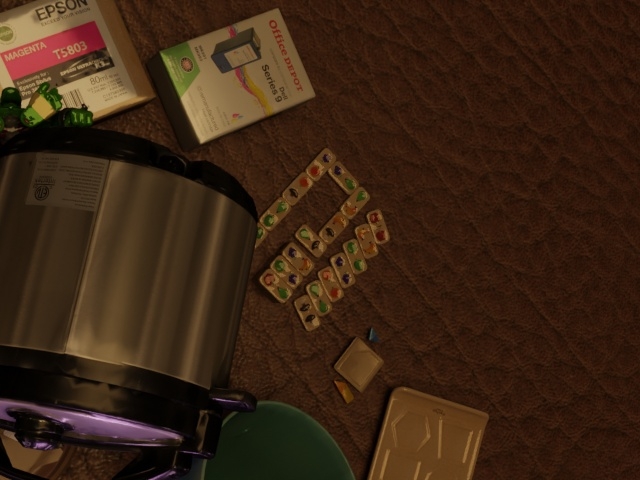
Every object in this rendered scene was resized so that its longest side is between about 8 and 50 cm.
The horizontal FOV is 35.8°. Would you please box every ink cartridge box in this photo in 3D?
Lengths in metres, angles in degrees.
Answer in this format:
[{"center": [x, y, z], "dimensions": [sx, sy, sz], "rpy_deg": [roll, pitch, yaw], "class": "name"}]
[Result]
[{"center": [-0.138, -0.250, 1.539], "dimensions": [0.212, 0.093, 0.154], "rpy_deg": [-25, 96, -24], "class": "ink cartridge box"}, {"center": [-0.387, -0.248, 1.437], "dimensions": [0.235, 0.088, 0.193], "rpy_deg": [-26, 99, -21], "class": "ink cartridge box"}]

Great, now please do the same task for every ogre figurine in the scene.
[{"center": [-0.413, -0.159, 1.314], "dimensions": [0.197, 0.118, 0.096], "rpy_deg": [-21, 92, -20], "class": "ogre figurine"}]

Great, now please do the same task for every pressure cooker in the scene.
[{"center": [-0.291, 0.107, 1.261], "dimensions": [0.376, 0.370, 0.420], "rpy_deg": [23, 68, -37], "class": "pressure cooker"}]

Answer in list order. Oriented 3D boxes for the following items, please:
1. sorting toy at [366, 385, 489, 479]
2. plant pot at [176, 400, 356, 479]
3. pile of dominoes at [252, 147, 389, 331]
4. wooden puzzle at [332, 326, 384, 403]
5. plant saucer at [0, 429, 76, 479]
[{"center": [0.175, 0.366, 1.672], "dimensions": [0.193, 0.038, 0.208], "rpy_deg": [20, 84, -20], "class": "sorting toy"}, {"center": [-0.123, 0.402, 1.405], "dimensions": [0.293, 0.235, 0.293], "rpy_deg": [27, 48, -35], "class": "plant pot"}, {"center": [0.000, 0.000, 1.612], "dimensions": [0.196, 0.040, 0.251], "rpy_deg": [46, 73, -14], "class": "pile of dominoes"}, {"center": [0.062, 0.206, 1.643], "dimensions": [0.116, 0.014, 0.078], "rpy_deg": [-44, 108, -18], "class": "wooden puzzle"}, {"center": [-0.473, 0.252, 1.403], "dimensions": [0.278, 0.041, 0.277], "rpy_deg": [2, 86, -23], "class": "plant saucer"}]
